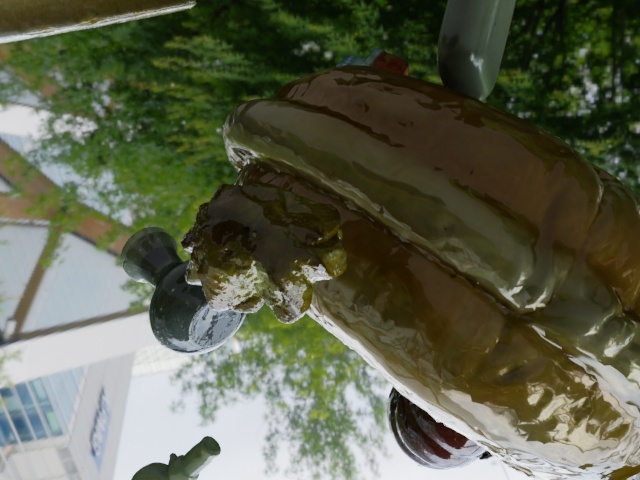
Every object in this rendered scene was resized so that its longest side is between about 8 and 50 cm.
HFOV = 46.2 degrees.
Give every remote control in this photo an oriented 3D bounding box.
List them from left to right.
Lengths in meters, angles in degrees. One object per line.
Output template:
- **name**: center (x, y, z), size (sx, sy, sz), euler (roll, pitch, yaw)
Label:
- **remote control**: center (0.140, -0.250, 0.556), size (0.038, 0.310, 0.090), euler (11, 170, 22)

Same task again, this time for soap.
- **soap**: center (-0.363, -0.380, 0.964), size (0.293, 0.156, 0.335), euler (37, -137, 29)

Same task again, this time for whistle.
- **whistle**: center (-0.290, 0.473, 1.470), size (0.258, 0.126, 0.067), euler (-44, 171, 20)

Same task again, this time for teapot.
- **teapot**: center (-0.250, 0.077, 1.324), size (0.183, 0.184, 0.251), euler (-27, -135, -29)

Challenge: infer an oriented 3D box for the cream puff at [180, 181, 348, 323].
- **cream puff**: center (-0.031, 0.003, 0.379), size (0.083, 0.058, 0.083), euler (-43, -112, 2)

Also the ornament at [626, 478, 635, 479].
- **ornament**: center (0.662, 0.510, 1.384), size (0.285, 0.121, 0.130), euler (0, -172, 30)

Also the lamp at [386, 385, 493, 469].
- **lamp**: center (0.266, 0.311, 1.498), size (0.257, 0.303, 0.303), euler (41, -140, 0)

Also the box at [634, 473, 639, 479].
- **box**: center (0.383, 0.185, 0.712), size (0.116, 0.279, 0.261), euler (22, 180, 25)

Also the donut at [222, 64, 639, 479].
- **donut**: center (0.107, 0.030, 0.610), size (0.198, 0.449, 0.449), euler (-54, -140, -5)

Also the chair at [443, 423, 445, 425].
- **chair**: center (0.254, 0.158, 1.009), size (0.113, 0.106, 0.229), euler (-6, -119, 48)

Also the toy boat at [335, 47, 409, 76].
- **toy boat**: center (0.037, -0.132, 1.176), size (0.133, 0.332, 0.145), euler (15, -149, 8)
